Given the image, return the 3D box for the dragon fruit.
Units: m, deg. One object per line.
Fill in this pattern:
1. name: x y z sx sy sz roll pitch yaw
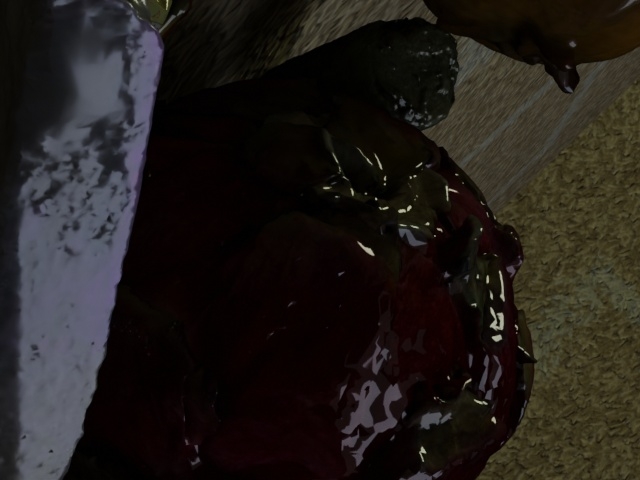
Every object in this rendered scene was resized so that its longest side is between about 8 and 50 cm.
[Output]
1. dragon fruit: -0.039 0.059 0.880 0.329 0.329 0.329 -44 170 -10

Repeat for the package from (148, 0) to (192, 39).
1. package: -0.120 -0.093 0.718 0.108 0.031 0.121 -48 163 5

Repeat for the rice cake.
1. rice cake: -0.137 0.053 0.710 0.070 0.064 0.399 1 117 -27

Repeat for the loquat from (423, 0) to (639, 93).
1. loquat: 0.159 -0.216 0.922 0.238 0.193 0.238 -61 -173 13

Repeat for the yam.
1. yam: 0.017 -0.096 0.996 0.078 0.078 0.179 -41 -165 -27
